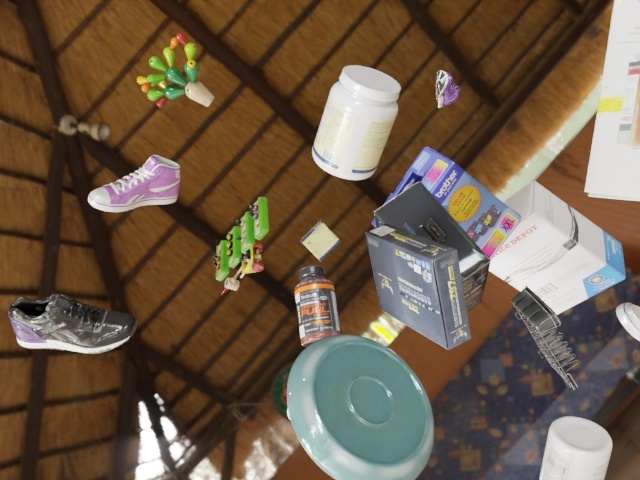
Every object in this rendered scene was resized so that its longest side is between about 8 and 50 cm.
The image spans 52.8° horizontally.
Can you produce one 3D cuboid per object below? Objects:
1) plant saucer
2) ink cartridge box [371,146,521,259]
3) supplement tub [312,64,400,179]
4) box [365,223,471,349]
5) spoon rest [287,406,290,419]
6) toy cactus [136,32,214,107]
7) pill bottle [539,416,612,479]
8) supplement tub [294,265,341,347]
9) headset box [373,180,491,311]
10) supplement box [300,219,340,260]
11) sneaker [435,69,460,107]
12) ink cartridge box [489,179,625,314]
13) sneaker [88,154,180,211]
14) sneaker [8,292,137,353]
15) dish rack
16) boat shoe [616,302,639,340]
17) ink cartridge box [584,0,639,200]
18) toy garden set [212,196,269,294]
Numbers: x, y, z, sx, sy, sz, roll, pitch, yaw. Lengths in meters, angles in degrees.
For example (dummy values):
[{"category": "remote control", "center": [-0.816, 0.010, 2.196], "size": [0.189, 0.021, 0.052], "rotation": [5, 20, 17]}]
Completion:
[{"category": "plant saucer", "center": [0.089, 0.310, 1.223], "size": [0.317, 0.318, 0.044], "rotation": [-29, -18, -45]}, {"category": "ink cartridge box", "center": [0.333, -0.070, 1.790], "size": [0.395, 0.151, 0.270], "rotation": [30, -81, -32]}, {"category": "supplement tub", "center": [0.121, -0.393, 2.158], "size": [0.235, 0.235, 0.325], "rotation": [-27, -35, -48]}, {"category": "box", "center": [0.181, 0.082, 1.229], "size": [0.059, 0.232, 0.184], "rotation": [-23, -67, -21]}, {"category": "spoon rest", "center": [0.020, 0.381, 1.514], "size": [0.276, 0.137, 0.084], "rotation": [-6, -47, -51]}, {"category": "toy cactus", "center": [-0.350, -0.401, 1.622], "size": [0.219, 0.180, 0.112], "rotation": [-43, 27, 29]}, {"category": "pill bottle", "center": [0.561, 0.522, 1.438], "size": [0.131, 0.131, 0.230], "rotation": [-27, -54, -48]}, {"category": "supplement tub", "center": [-0.011, 0.168, 1.644], "size": [0.105, 0.198, 0.106], "rotation": [-8, -21, -3]}, {"category": "headset box", "center": [0.248, 0.038, 1.460], "size": [0.131, 0.246, 0.283], "rotation": [-34, -26, -6]}, {"category": "supplement box", "center": [0.000, 0.000, 1.836], "size": [0.083, 0.083, 0.056], "rotation": [-45, 2, 2]}, {"category": "sneaker", "center": [0.368, -0.441, 1.857], "size": [0.071, 0.068, 0.170], "rotation": [-9, -12, 8]}, {"category": "ink cartridge box", "center": [0.722, 0.030, 2.072], "size": [0.285, 0.394, 0.166], "rotation": [-43, 21, 44]}, {"category": "sneaker", "center": [-0.551, -0.183, 1.922], "size": [0.282, 0.102, 0.161], "rotation": [-15, -42, -40]}, {"category": "sneaker", "center": [-0.571, 0.183, 1.476], "size": [0.283, 0.107, 0.124], "rotation": [-2, -50, -2]}, {"category": "dish rack", "center": [0.637, 0.276, 1.792], "size": [0.074, 0.272, 0.208], "rotation": [-32, 17, 6]}, {"category": "boat shoe", "center": [0.875, 0.233, 1.618], "size": [0.096, 0.267, 0.088], "rotation": [-48, -5, -45]}, {"category": "ink cartridge box", "center": [0.664, -0.261, 1.216], "size": [0.279, 0.160, 0.385], "rotation": [-1, -79, -40]}, {"category": "toy garden set", "center": [-0.213, 0.031, 1.626], "size": [0.049, 0.204, 0.244], "rotation": [20, -45, -29]}]
